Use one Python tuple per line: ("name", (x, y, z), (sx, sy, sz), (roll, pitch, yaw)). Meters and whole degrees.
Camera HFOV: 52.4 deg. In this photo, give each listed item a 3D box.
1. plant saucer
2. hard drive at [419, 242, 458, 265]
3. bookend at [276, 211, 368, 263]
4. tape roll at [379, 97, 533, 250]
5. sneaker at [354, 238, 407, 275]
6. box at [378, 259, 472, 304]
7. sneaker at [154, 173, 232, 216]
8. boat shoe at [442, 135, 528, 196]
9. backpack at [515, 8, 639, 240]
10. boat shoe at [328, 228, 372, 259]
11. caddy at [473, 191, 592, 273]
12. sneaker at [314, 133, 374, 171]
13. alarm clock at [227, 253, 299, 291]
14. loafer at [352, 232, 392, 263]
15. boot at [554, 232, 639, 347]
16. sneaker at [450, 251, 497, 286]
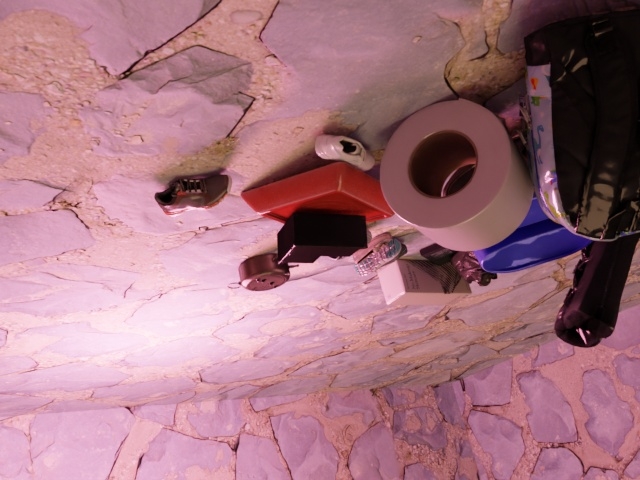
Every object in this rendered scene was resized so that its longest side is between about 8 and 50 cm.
("plant saucer", (0.012, -0.072, 1.352), (0.259, 0.047, 0.259), (-14, 161, 33))
("hard drive", (0.353, 0.035, 1.864), (0.094, 0.022, 0.135), (-25, 153, 24))
("bookend", (0.000, 0.000, 1.382), (0.158, 0.072, 0.156), (2, 164, -15))
("tape roll", (0.255, -0.115, 1.212), (0.246, 0.246, 0.169), (-24, 153, 23))
("sneaker", (0.167, 0.051, 1.758), (0.167, 0.064, 0.076), (-29, 156, 34))
("box", (0.314, 0.127, 1.940), (0.275, 0.113, 0.094), (3, 151, -35))
("sneaker", (-0.244, -0.091, 1.230), (0.158, 0.061, 0.065), (-21, 149, 14))
("boat shoe", (0.407, -0.159, 1.308), (0.356, 0.132, 0.130), (-29, 175, 12))
("backpack", (0.473, -0.178, 1.081), (0.291, 0.355, 0.273), (-11, -175, -5))
("boat shoe", (0.030, 0.011, 1.568), (0.228, 0.081, 0.079), (2, 152, -31))
("caddy", (0.473, -0.076, 1.507), (0.342, 0.179, 0.241), (-18, 132, 11))
("sneaker", (0.059, -0.161, 1.219), (0.061, 0.053, 0.152), (1, 172, 42))
("alarm clock", (-0.160, 0.094, 1.680), (0.192, 0.064, 0.129), (-21, 155, 24))
("loafer", (0.137, 0.023, 1.702), (0.125, 0.039, 0.045), (-29, 151, 30))
("boot", (0.699, 0.066, 1.611), (0.146, 0.444, 0.367), (14, 157, 22))
("sneaker", (0.462, 0.041, 1.787), (0.087, 0.130, 0.227), (-3, 142, -38))
